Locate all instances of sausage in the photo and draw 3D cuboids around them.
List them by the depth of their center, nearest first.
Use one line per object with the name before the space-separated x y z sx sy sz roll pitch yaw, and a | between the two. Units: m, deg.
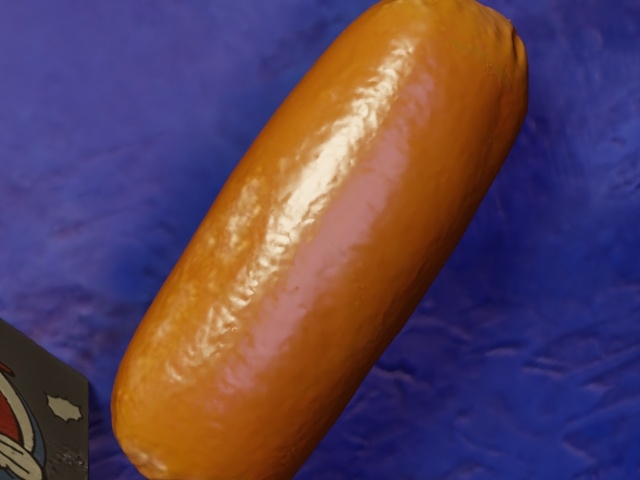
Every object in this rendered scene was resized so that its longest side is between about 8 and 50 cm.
sausage | 0.000 0.000 0.797 0.098 0.098 0.238 34 90 -21

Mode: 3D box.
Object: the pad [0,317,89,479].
pad | -0.177 0.024 0.702 0.245 0.170 0.006 39 105 -21
